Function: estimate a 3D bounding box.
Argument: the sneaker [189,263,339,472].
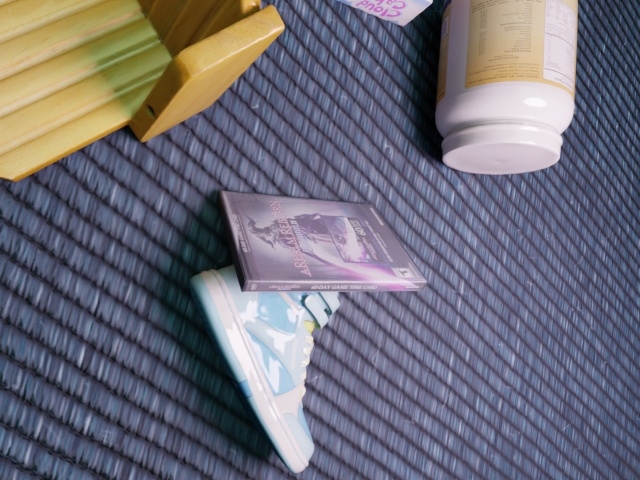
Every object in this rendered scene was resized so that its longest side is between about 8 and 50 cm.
[{"bbox_3d":[-0.033,0.156,0.643,0.208,0.127,0.319,-27,100,-24],"label":"sneaker"}]

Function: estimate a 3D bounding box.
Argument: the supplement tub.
[{"bbox_3d":[0.327,-0.295,0.787,0.228,0.228,0.316,8,84,-26],"label":"supplement tub"}]

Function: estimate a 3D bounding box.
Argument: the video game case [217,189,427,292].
[{"bbox_3d":[0.000,0.000,0.648,0.274,0.196,0.026,3,128,-27],"label":"video game case"}]

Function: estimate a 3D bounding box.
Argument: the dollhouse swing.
[{"bbox_3d":[-0.298,-0.274,0.459,0.305,0.315,0.347,-39,105,-34],"label":"dollhouse swing"}]

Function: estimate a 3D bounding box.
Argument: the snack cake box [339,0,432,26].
[{"bbox_3d":[0.066,-0.495,0.746,0.264,0.089,0.152,7,82,-26],"label":"snack cake box"}]
